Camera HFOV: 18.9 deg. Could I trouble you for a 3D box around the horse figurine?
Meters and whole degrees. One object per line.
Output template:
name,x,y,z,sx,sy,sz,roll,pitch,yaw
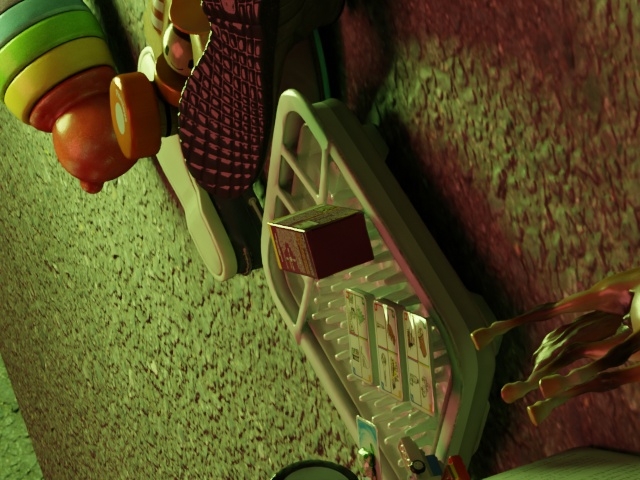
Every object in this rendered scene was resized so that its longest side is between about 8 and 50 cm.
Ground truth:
horse figurine,0.195,0.061,1.177,0.263,0.174,0.066,-153,44,-81

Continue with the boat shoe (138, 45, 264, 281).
boat shoe,-0.113,-0.086,1.962,0.254,0.079,0.095,67,157,11

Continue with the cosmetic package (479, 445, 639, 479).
cosmetic package,0.231,0.274,1.209,0.453,0.161,0.230,179,75,-70

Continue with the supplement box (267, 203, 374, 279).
supplement box,0.000,0.000,1.559,0.083,0.055,0.043,14,120,67

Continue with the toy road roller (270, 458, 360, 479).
toy road roller,0.017,0.372,1.679,0.241,0.329,0.202,20,135,21

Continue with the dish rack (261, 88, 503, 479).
dish rack,0.054,0.054,1.641,0.285,0.072,0.333,100,147,-50

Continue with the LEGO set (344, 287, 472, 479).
LEGO set,0.080,0.165,1.531,0.182,0.060,0.244,-163,66,-70

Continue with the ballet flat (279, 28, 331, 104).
ballet flat,-0.051,-0.226,1.651,0.095,0.096,0.280,-118,20,-60

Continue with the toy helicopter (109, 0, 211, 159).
toy helicopter,-0.137,-0.261,1.813,0.235,0.140,0.355,131,126,-70

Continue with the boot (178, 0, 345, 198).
boot,-0.030,-0.163,1.558,0.083,0.161,0.246,24,122,26

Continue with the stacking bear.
stacking bear,-0.310,-0.196,2.286,0.175,0.164,0.289,-39,76,22
